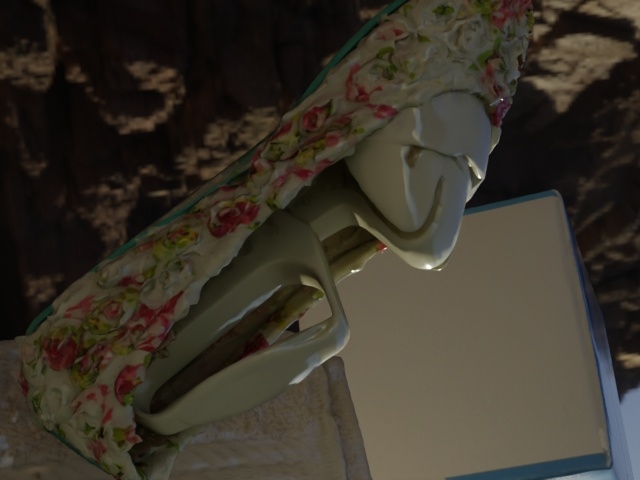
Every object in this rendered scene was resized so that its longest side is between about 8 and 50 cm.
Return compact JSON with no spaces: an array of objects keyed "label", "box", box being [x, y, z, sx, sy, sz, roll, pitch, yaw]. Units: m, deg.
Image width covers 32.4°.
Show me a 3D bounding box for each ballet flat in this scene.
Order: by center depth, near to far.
[{"label":"ballet flat","box":[0.000,0.000,0.396,0.077,0.241,0.091,48,-1,36]}]

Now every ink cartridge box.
[{"label":"ink cartridge box","box":[0.123,0.121,0.846,0.270,0.198,0.197,48,32,-60]}]

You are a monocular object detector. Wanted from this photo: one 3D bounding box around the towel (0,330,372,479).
[{"label":"towel","box":[-0.103,0.132,0.470,0.049,0.282,0.187,119,-39,-53]}]
